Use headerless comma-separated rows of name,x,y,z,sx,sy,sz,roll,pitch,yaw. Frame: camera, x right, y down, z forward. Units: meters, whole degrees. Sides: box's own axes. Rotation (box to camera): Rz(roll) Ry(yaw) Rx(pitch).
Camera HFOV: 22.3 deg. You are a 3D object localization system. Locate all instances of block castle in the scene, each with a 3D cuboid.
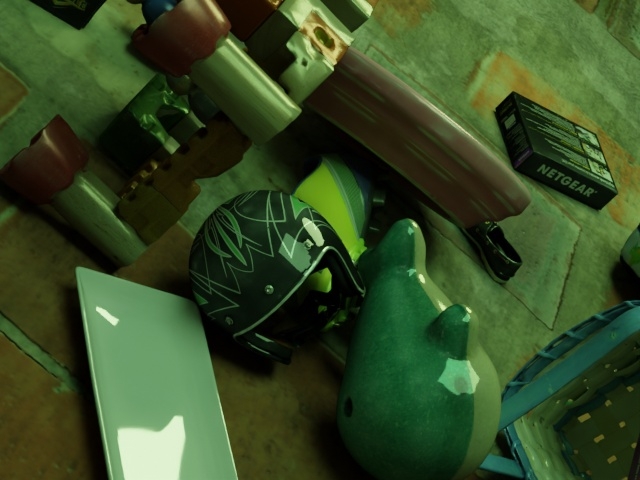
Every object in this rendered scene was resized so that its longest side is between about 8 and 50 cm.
block castle,-0.131,-0.205,1.678,0.213,0.303,0.453,46,30,-10

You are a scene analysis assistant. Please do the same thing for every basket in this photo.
basket,0.300,0.187,1.767,0.289,0.254,0.201,29,28,-58

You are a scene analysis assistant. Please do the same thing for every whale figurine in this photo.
whale figurine,0.076,0.117,1.632,0.141,0.216,0.272,-2,68,-29

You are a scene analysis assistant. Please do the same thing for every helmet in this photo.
helmet,-0.052,0.029,1.618,0.161,0.169,0.169,40,26,-44

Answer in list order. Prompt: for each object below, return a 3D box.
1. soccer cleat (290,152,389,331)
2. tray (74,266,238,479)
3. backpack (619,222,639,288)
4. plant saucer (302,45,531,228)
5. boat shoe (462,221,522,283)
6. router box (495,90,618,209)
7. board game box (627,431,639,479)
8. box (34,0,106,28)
soccer cleat,0.000,0.001,1.815,0.121,0.093,0.289,12,38,5
tray,-0.154,0.149,1.484,0.145,0.030,0.270,18,39,-35
backpack,0.590,0.062,2.255,0.290,0.273,0.355,6,18,-47
plant saucer,0.099,-0.120,1.943,0.332,0.084,0.332,38,1,-1
boat shoe,0.217,-0.008,2.098,0.049,0.042,0.133,3,48,-45
router box,0.349,-0.133,2.397,0.179,0.046,0.133,23,37,-31
board game box,0.376,0.340,1.649,0.208,0.056,0.347,21,80,-28
box,-0.366,-0.416,1.880,0.295,0.073,0.293,31,34,-23
